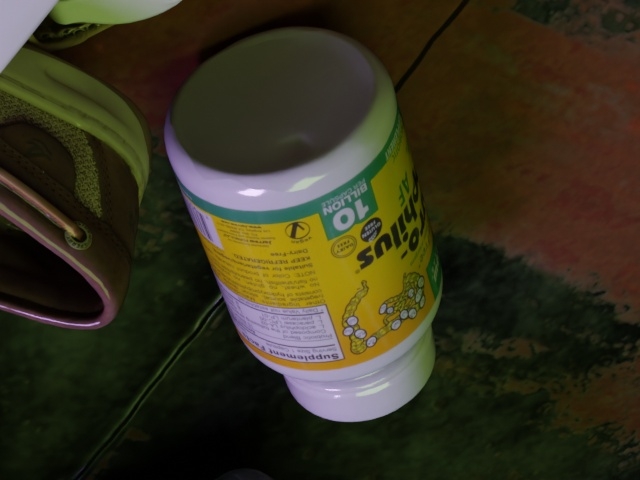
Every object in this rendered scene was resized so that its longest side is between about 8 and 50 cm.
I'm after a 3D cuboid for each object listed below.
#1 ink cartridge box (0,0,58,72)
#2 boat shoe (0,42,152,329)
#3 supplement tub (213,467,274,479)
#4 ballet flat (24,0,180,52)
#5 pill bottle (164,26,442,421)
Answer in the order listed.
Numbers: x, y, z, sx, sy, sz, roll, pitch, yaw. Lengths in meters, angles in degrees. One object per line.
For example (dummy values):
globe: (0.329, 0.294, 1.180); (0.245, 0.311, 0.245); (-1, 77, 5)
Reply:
ink cartridge box: (-0.101, -0.236, 0.699); (0.119, 0.207, 0.353); (25, 116, -41)
boat shoe: (-0.232, -0.046, 0.832); (0.342, 0.123, 0.123); (22, 136, -24)
supplement tub: (-0.114, 0.308, 1.155); (0.338, 0.207, 0.207); (-36, 138, -11)
ballet flat: (-0.044, -0.144, 0.910); (0.232, 0.073, 0.080); (-24, 134, -4)
pill bottle: (0.000, 0.000, 1.035); (0.117, 0.117, 0.208); (-23, 136, -5)
